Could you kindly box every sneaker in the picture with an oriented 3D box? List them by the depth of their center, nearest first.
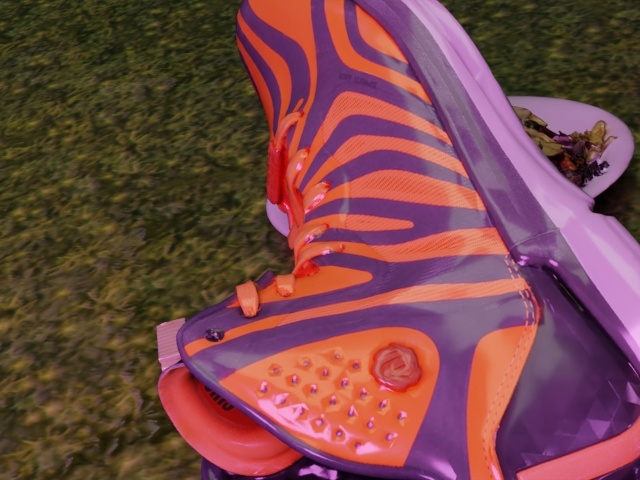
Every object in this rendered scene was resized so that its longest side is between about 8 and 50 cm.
[{"bbox_3d":[0.000,0.000,0.609,0.180,0.124,0.321,-24,47,-16],"label":"sneaker"}]

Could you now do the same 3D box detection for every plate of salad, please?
[{"bbox_3d":[0.066,-0.047,0.781,0.200,0.048,0.200,-11,23,5],"label":"plate of salad"}]

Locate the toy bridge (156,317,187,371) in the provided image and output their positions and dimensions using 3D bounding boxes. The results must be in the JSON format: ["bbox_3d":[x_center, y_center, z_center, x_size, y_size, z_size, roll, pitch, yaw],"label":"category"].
[{"bbox_3d":[0.018,0.043,0.679,0.188,0.026,0.063,-13,32,0],"label":"toy bridge"}]
